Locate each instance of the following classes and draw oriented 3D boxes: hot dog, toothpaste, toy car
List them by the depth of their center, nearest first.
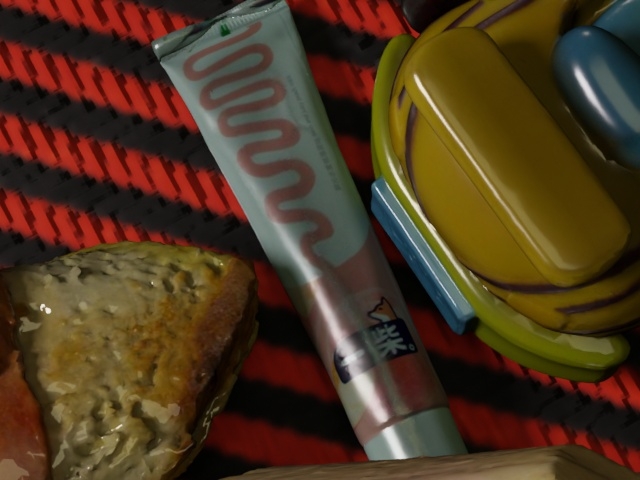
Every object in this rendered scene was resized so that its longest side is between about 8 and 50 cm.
[{"bbox_3d":[-0.145,0.069,0.612,0.261,0.093,0.123,-7,65,-18],"label":"hot dog"},{"bbox_3d":[0.136,-0.065,0.622,0.248,0.142,0.200,-35,78,-9],"label":"toy car"},{"bbox_3d":[0.000,0.000,0.661,0.056,0.036,0.205,-24,72,-5],"label":"toothpaste"}]

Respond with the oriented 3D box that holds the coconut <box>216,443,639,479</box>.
[{"bbox_3d":[0.035,0.173,0.498,0.259,0.259,0.259,0,75,-1],"label":"coconut"}]
